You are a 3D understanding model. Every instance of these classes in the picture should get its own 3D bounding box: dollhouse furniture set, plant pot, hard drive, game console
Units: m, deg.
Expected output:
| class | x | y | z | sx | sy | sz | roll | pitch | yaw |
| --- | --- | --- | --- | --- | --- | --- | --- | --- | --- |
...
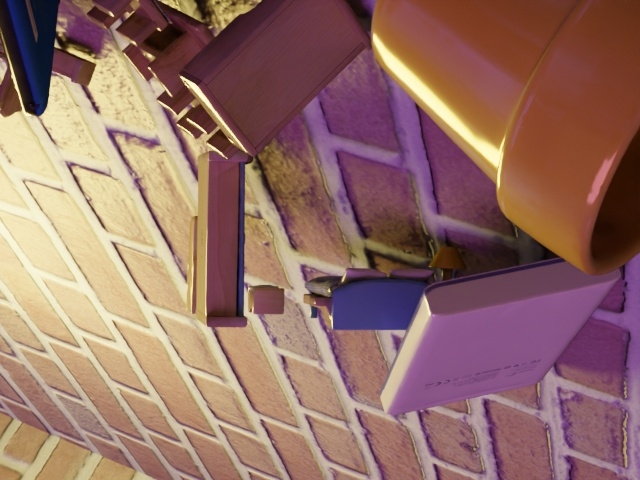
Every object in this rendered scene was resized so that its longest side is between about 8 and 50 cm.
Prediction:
| class | x | y | z | sx | sy | sz | roll | pitch | yaw |
| --- | --- | --- | --- | --- | --- | --- | --- | --- | --- |
| dollhouse furniture set | -0.385 | -0.197 | 1.504 | 0.182 | 0.101 | 0.161 | 24 | -172 | 13 |
| dollhouse furniture set | 0.000 | 0.000 | 1.593 | 0.303 | 0.198 | 0.286 | 2 | -179 | -11 |
| dollhouse furniture set | -0.091 | -0.204 | 1.283 | 0.242 | 0.161 | 0.212 | 34 | 166 | 51 |
| plant pot | 0.176 | -0.142 | 0.967 | 0.239 | 0.254 | 0.254 | 36 | 158 | 24 |
| hard drive | 0.192 | 0.112 | 1.480 | 0.210 | 0.040 | 0.319 | -11 | 156 | -11 |
| game console | -0.368 | -0.301 | 1.316 | 0.173 | 0.250 | 0.293 | 1 | 152 | -2 |
